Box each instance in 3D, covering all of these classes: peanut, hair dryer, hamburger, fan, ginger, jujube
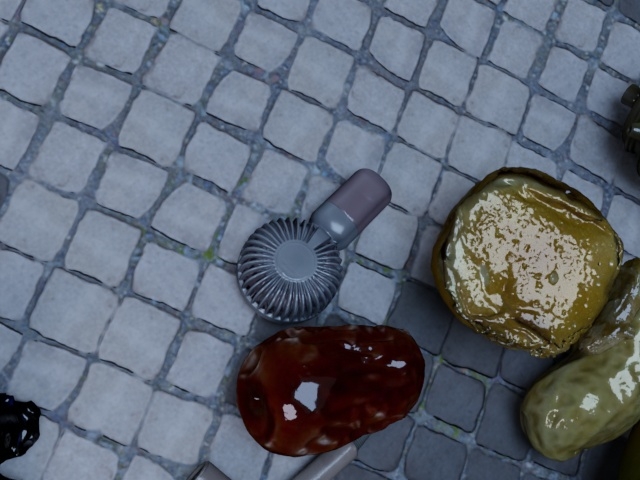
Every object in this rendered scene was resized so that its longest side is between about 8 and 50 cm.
[{"bbox_3d":[0.385,0.165,1.280,0.147,0.147,0.306,38,78,-9],"label":"peanut"},{"bbox_3d":[-0.030,0.281,1.171,0.195,0.053,0.220,41,72,-7],"label":"hair dryer"},{"bbox_3d":[0.258,0.026,1.230,0.244,0.163,0.245,1,83,-5],"label":"hamburger"},{"bbox_3d":[0.000,0.000,1.217,0.130,0.074,0.244,44,67,5],"label":"fan"},{"bbox_3d":[0.379,0.088,1.219,0.057,0.044,0.137,28,79,7],"label":"ginger"},{"bbox_3d":[0.016,0.173,1.150,0.230,0.155,0.155,-6,84,-22],"label":"jujube"}]

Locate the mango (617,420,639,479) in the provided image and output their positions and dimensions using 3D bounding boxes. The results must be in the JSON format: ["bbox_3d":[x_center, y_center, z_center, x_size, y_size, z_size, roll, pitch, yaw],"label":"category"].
[{"bbox_3d":[0.460,0.286,1.246,0.289,0.146,0.129,-37,106,-40],"label":"mango"}]

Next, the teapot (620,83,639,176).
[{"bbox_3d":[0.511,-0.168,1.352,0.175,0.186,0.267,38,37,21],"label":"teapot"}]

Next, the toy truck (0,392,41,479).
[{"bbox_3d":[-0.411,0.239,1.022,0.176,0.161,0.213,5,80,3],"label":"toy truck"}]
